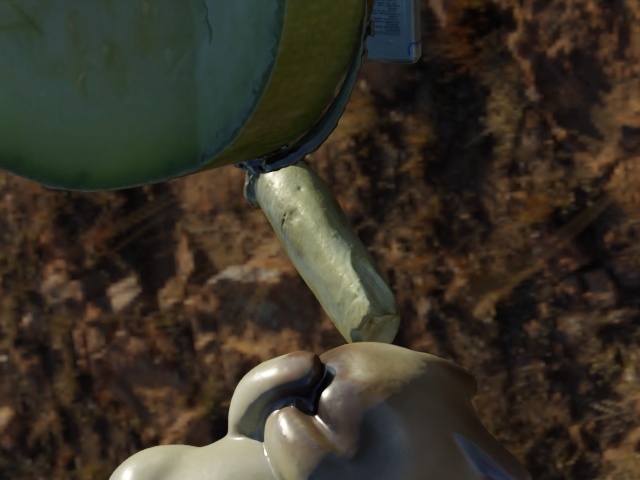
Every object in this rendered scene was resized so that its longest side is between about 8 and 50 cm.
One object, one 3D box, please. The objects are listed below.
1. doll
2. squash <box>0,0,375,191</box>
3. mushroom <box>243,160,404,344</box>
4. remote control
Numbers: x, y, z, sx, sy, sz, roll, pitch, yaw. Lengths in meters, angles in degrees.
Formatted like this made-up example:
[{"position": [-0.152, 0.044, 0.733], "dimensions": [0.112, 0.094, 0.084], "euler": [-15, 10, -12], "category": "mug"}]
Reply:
[{"position": [-0.028, 0.228, 1.161], "dimensions": [0.370, 0.226, 0.215], "euler": [-42, 21, 6], "category": "doll"}, {"position": [-0.081, -0.127, 0.598], "dimensions": [0.220, 0.133, 0.220], "euler": [12, 110, 38], "category": "squash"}, {"position": [0.000, 0.000, 1.578], "dimensions": [0.312, 0.081, 0.100], "euler": [55, 155, 36], "category": "mushroom"}, {"position": [0.052, -0.197, 1.047], "dimensions": [0.053, 0.018, 0.124], "euler": [6, 117, 23], "category": "remote control"}]
